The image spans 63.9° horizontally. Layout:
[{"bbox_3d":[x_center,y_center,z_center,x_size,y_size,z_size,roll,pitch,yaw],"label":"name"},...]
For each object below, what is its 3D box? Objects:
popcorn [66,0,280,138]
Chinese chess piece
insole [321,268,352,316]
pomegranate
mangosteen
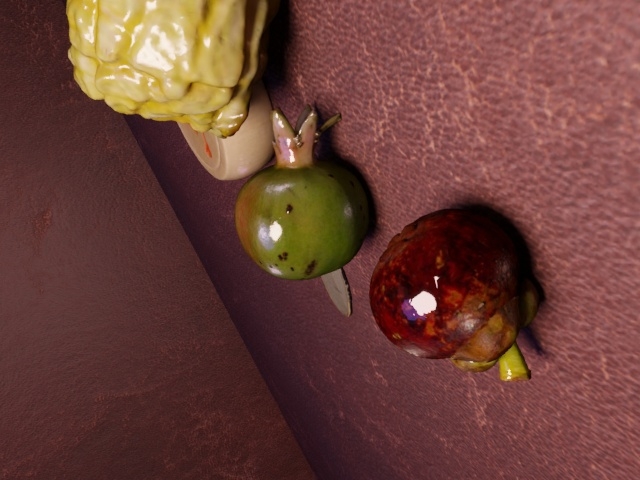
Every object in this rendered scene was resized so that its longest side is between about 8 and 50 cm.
[{"bbox_3d":[-0.176,-0.260,0.625,0.293,0.236,0.293,-172,90,-73],"label":"popcorn"},{"bbox_3d":[-0.179,-0.232,0.882,0.273,0.102,0.273,49,157,29],"label":"Chinese chess piece"},{"bbox_3d":[0.000,0.000,0.904,0.119,0.009,0.349,36,149,49],"label":"insole"},{"bbox_3d":[-0.026,-0.062,0.673,0.181,0.181,0.224,23,122,59],"label":"pomegranate"},{"bbox_3d":[0.141,0.051,0.486,0.181,0.156,0.146,26,124,8],"label":"mangosteen"}]
